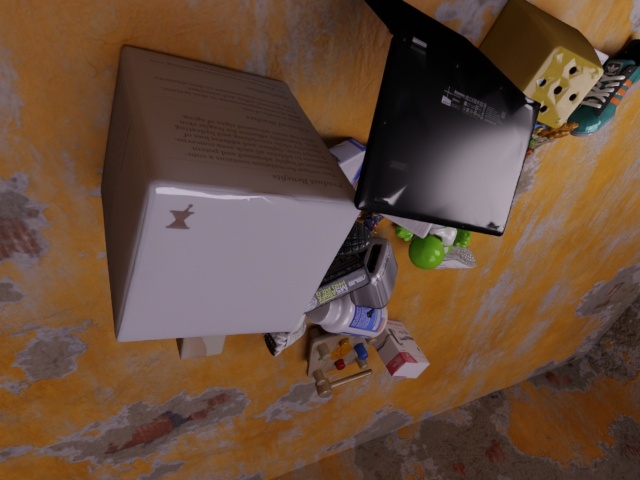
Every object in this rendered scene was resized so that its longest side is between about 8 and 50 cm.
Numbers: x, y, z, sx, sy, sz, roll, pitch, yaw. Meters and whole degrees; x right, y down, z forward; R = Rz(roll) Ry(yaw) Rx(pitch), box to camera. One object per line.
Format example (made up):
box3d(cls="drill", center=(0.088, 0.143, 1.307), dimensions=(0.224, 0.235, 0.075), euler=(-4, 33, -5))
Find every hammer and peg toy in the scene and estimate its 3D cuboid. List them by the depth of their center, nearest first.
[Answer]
box3d(cls="hammer and peg toy", center=(0.073, 0.439, 1.786), dimensions=(0.265, 0.127, 0.362), euler=(-14, 139, -19))

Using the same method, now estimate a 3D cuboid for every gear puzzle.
box3d(cls="gear puzzle", center=(0.522, -0.232, 1.222), dimensions=(0.175, 0.044, 0.339), euler=(-8, 173, -23))

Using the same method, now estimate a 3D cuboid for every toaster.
box3d(cls="toaster", center=(0.148, 0.097, 1.394), dimensions=(0.128, 0.227, 0.147), euler=(5, 140, 24))

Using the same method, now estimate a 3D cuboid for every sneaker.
box3d(cls="sneaker", center=(0.000, 0.000, 1.233), dimensions=(0.285, 0.109, 0.130), euler=(0, 164, 22))
box3d(cls="sneaker", center=(0.750, -0.405, 1.236), dimensions=(0.302, 0.108, 0.121), euler=(-46, 137, -12))
box3d(cls="sneaker", center=(-0.096, 0.268, 1.521), dimensions=(0.118, 0.110, 0.292), euler=(-15, 153, -30))
box3d(cls="sneaker", center=(0.447, 0.062, 1.633), dimensions=(0.234, 0.090, 0.095), euler=(13, 139, -34))

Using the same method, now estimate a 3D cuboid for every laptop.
box3d(cls="laptop", center=(0.189, -0.249, 0.869), dimensions=(0.381, 0.236, 0.409), euler=(8, 99, -35))

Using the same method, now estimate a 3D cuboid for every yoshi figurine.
box3d(cls="yoshi figurine", center=(0.324, -0.035, 1.367), dimensions=(0.202, 0.204, 0.362), euler=(-20, 143, 3))

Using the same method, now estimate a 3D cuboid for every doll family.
box3d(cls="doll family", center=(0.115, -0.048, 1.317), dimensions=(0.192, 0.076, 0.112), euler=(-5, 131, -30))

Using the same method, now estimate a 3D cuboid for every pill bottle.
box3d(cls="pill bottle", center=(0.084, 0.233, 1.544), dimensions=(0.271, 0.152, 0.152), euler=(20, 122, -42))

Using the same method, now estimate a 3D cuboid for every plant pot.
box3d(cls="plant pot", center=(0.478, -0.371, 1.042), dimensions=(0.212, 0.187, 0.212), euler=(14, 128, -22))

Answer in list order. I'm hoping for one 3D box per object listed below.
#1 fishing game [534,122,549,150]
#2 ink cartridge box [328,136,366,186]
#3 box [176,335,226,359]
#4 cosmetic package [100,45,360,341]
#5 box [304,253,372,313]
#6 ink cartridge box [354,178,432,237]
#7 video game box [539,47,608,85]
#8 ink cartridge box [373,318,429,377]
box3d(cls="fishing game", center=(0.591, -0.294, 1.298), dimensions=(0.189, 0.041, 0.264), euler=(-34, 155, 32))
box3d(cls="ink cartridge box", center=(0.013, -0.130, 1.093), dimensions=(0.311, 0.065, 0.186), euler=(-35, 159, -52))
box3d(cls="box", center=(-0.311, 0.164, 1.248), dimensions=(0.121, 0.148, 0.311), euler=(-3, 134, -26))
box3d(cls="cosmetic package", center=(-0.194, -0.080, 0.847), dimensions=(0.329, 0.394, 0.328), euler=(3, 132, -32))
box3d(cls="box", center=(-0.022, 0.096, 1.279), dimensions=(0.269, 0.216, 0.060), euler=(-25, 118, -4))
box3d(cls="ink cartridge box", center=(0.212, -0.135, 1.214), dimensions=(0.056, 0.224, 0.181), euler=(-42, 160, -48))
box3d(cls="video game box", center=(0.608, -0.421, 1.209), dimensions=(0.205, 0.048, 0.187), euler=(4, 129, -33))
box3d(cls="ink cartridge box", center=(0.294, 0.412, 1.809), dimensions=(0.158, 0.218, 0.092), euler=(17, 118, -41))
